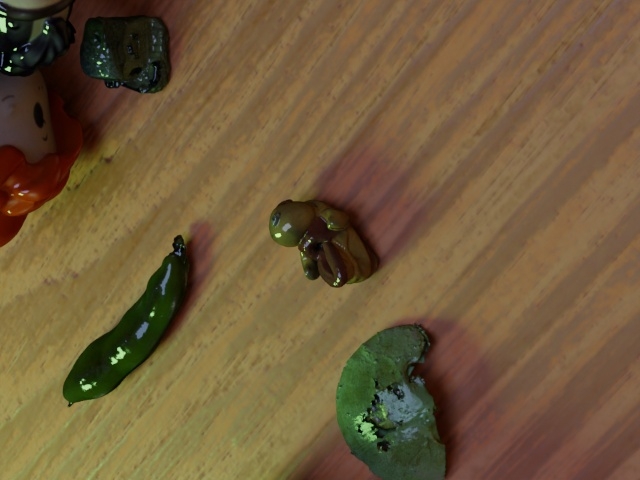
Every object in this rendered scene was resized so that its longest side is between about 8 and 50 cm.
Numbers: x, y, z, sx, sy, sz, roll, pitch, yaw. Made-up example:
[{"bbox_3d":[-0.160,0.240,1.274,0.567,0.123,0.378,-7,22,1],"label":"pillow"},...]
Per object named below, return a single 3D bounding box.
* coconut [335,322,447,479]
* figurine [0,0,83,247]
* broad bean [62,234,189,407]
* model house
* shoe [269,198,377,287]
[{"bbox_3d":[0.065,0.168,1.344,0.133,0.055,0.158,-23,87,30],"label":"coconut"},{"bbox_3d":[-0.355,-0.199,1.380,0.306,0.241,0.412,33,132,8],"label":"figurine"},{"bbox_3d":[-0.203,0.101,1.492,0.065,0.046,0.254,51,118,20],"label":"broad bean"},{"bbox_3d":[-0.199,-0.186,1.410,0.066,0.083,0.079,10,104,27],"label":"model house"},{"bbox_3d":[0.003,0.000,1.338,0.072,0.069,0.109,-36,87,30],"label":"shoe"}]
